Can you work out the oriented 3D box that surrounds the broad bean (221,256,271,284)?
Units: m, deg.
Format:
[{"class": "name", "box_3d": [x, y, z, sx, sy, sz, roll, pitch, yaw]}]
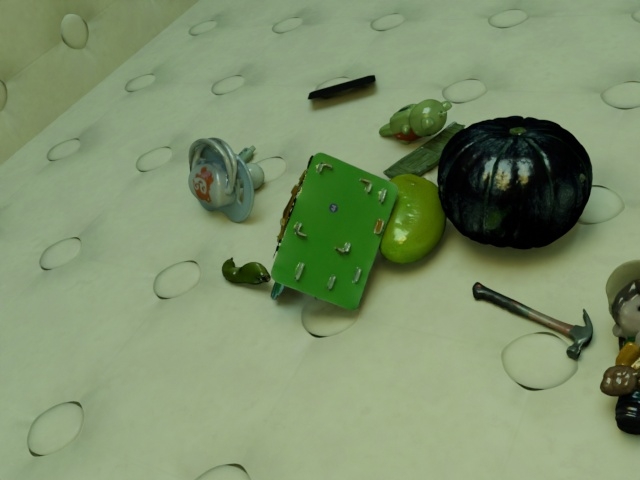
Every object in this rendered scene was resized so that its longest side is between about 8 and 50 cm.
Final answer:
[{"class": "broad bean", "box_3d": [-0.195, 0.086, 1.767, 0.214, 0.048, 0.070, 12, 66, 46]}]

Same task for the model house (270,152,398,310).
[{"class": "model house", "box_3d": [0.000, 0.000, 1.705, 0.242, 0.313, 0.357, 20, 80, -11]}]

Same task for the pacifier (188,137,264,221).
[{"class": "pacifier", "box_3d": [-0.267, -0.195, 2.035, 0.299, 0.244, 0.233, 22, 25, 37]}]

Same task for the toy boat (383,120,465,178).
[{"class": "toy boat", "box_3d": [0.313, -0.248, 1.954, 0.293, 0.055, 0.093, -37, 42, -19]}]

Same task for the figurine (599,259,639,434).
[{"class": "figurine", "box_3d": [0.627, 0.202, 1.256, 0.185, 0.204, 0.332, 5, 74, 25]}]

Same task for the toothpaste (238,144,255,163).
[{"class": "toothpaste", "box_3d": [-0.287, -0.242, 2.206, 0.064, 0.041, 0.218, 8, 49, 46]}]

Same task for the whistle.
[{"class": "whistle", "box_3d": [0.281, -0.357, 2.027, 0.131, 0.106, 0.288, -44, 19, -28]}]

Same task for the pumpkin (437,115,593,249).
[{"class": "pumpkin", "box_3d": [0.454, -0.142, 1.595, 0.363, 0.266, 0.363, -4, 36, 3]}]

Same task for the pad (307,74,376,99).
[{"class": "pad", "box_3d": [0.080, -0.496, 2.331, 0.250, 0.055, 0.323, -13, 40, 8]}]

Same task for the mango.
[{"class": "mango", "box_3d": [0.229, -0.053, 1.694, 0.185, 0.149, 0.273, -6, 46, 3]}]

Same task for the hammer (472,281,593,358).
[{"class": "hammer", "box_3d": [0.452, 0.156, 1.453, 0.288, 0.033, 0.111, 24, 57, 40]}]
